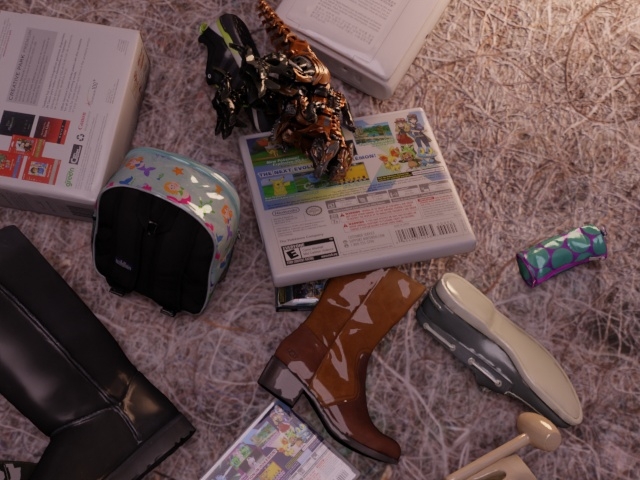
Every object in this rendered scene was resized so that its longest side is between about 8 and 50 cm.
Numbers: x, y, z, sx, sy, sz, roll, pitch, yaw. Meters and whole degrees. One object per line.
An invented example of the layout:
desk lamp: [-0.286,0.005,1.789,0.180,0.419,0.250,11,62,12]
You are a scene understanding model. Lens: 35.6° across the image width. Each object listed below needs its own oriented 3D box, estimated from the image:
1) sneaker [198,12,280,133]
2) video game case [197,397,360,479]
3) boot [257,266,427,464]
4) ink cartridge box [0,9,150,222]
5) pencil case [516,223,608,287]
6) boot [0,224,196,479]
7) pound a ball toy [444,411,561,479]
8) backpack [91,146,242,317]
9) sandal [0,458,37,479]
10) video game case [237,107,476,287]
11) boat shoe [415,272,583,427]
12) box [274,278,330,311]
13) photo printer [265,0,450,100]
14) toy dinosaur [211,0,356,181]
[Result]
sneaker: [-0.147,-0.281,1.739,0.097,0.084,0.235,-26,76,21]
video game case: [-0.070,0.379,1.571,0.183,0.023,0.201,42,78,9]
boot: [0.079,0.184,1.589,0.264,0.096,0.280,35,77,7]
ink cartridge box: [-0.455,-0.209,1.665,0.271,0.130,0.309,11,74,2]
pencil case: [0.405,0.026,1.666,0.151,0.064,0.070,-21,51,-7]
boot: [-0.461,0.229,1.497,0.445,0.146,0.367,47,49,7]
pound a ball toy: [0.209,0.390,1.503,0.319,0.136,0.208,-20,112,-8]
backpack: [-0.236,-0.028,1.562,0.225,0.253,0.191,23,55,5]
sandal: [-0.539,0.376,1.528,0.302,0.086,0.120,20,68,-12]
video game case: [0.053,-0.078,1.630,0.329,0.036,0.300,-10,55,-9]
boat shoe: [0.287,0.193,1.616,0.319,0.116,0.099,44,120,3]
box: [0.000,0.000,1.668,0.159,0.044,0.233,-2,74,-3]
photo printer: [0.087,-0.432,1.760,0.256,0.107,0.307,29,75,6]
toy dinosaur: [-0.056,-0.241,1.631,0.218,0.164,0.322,-6,47,-33]
